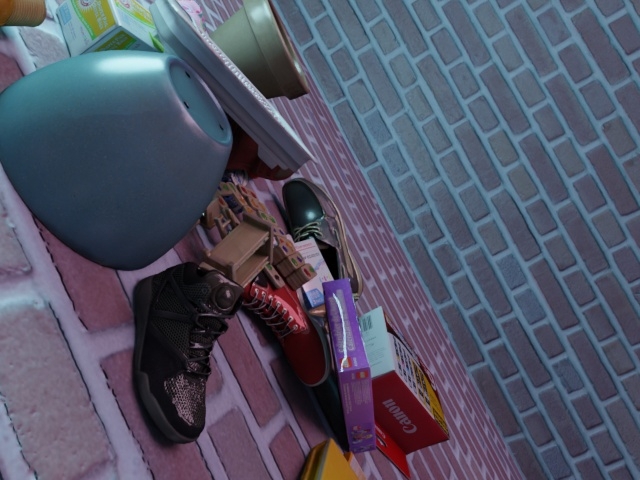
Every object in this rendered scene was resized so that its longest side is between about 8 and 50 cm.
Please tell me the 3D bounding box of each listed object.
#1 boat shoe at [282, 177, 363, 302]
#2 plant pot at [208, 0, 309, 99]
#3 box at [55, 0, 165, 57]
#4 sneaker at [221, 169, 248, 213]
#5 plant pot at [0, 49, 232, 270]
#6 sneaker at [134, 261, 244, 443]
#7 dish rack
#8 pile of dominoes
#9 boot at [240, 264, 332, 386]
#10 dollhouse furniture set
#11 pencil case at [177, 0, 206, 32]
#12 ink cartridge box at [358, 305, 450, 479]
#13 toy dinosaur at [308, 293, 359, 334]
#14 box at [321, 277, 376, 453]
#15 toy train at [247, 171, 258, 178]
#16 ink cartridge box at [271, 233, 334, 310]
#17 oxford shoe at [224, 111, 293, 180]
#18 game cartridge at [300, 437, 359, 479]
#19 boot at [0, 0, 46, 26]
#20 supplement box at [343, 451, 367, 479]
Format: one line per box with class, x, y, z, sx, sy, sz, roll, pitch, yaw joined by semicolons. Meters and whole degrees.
boat shoe;0.000;0.000;1.372;0.355;0.132;0.130;63;17;5
plant pot;-0.180;-0.433;1.334;0.263;0.229;0.263;-24;90;-82
box;-0.330;-0.336;0.945;0.114;0.103;0.203;66;16;15
sneaker;-0.184;-0.123;1.145;0.058;0.052;0.135;38;27;-46
plant pot;-0.234;-0.133;0.728;0.290;0.195;0.290;55;16;-24
sneaker;-0.154;0.120;0.668;0.087;0.130;0.228;40;28;-49
dish rack;-0.156;-0.254;0.905;0.333;0.072;0.285;42;9;-37
pile of dominoes;-0.098;-0.022;1.047;0.251;0.040;0.196;54;17;3
boot;-0.078;0.144;0.970;0.176;0.088;0.244;25;35;-60
dollhouse furniture set;-0.191;0.029;0.875;0.182;0.160;0.101;-48;156;-39
pencil case;-0.291;-0.410;1.170;0.124;0.124;0.284;46;21;-45
ink cartridge box;0.181;0.367;1.314;0.309;0.130;0.272;52;19;-32
toy dinosaur;0.018;0.170;1.271;0.183;0.053;0.093;-11;81;-41
box;0.055;0.243;1.043;0.201;0.057;0.293;-102;-177;-47
toy train;-0.186;-0.277;1.343;0.143;0.105;0.248;31;31;-37
ink cartridge box;-0.043;0.061;1.192;0.104;0.061;0.181;-16;76;-51
oxford shoe;-0.203;-0.216;1.119;0.348;0.123;0.130;21;16;-46
game cartridge;0.069;0.487;0.794;0.324;0.052;0.285;59;8;1
boot;-0.457;-0.391;0.633;0.295;0.104;0.211;64;15;-7
supplement box;0.059;0.436;0.970;0.098;0.036;0.062;61;15;0
